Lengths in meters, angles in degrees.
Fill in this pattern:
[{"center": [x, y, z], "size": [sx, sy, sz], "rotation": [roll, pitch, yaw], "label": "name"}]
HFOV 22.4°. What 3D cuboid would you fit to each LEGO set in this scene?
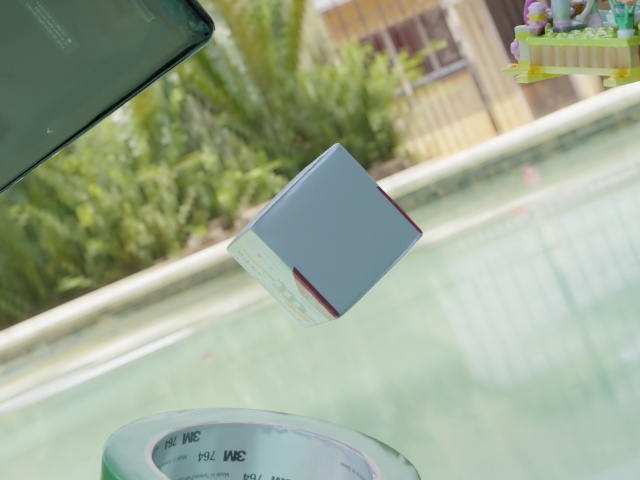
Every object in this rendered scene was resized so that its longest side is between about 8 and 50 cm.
[{"center": [0.182, -0.166, 1.065], "size": [0.132, 0.107, 0.287], "rotation": [-7, 12, 3], "label": "LEGO set"}]

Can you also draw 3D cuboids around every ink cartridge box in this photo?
[{"center": [0.000, 0.000, 1.646], "size": [0.127, 0.128, 0.176], "rotation": [-45, 3, -12], "label": "ink cartridge box"}]

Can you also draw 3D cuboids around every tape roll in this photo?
[{"center": [-0.061, 0.257, 1.625], "size": [0.321, 0.077, 0.321], "rotation": [8, 13, -2], "label": "tape roll"}]

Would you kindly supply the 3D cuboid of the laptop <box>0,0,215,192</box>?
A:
[{"center": [-0.267, -0.228, 1.000], "size": [0.408, 0.382, 0.236], "rotation": [-30, 16, 39], "label": "laptop"}]
